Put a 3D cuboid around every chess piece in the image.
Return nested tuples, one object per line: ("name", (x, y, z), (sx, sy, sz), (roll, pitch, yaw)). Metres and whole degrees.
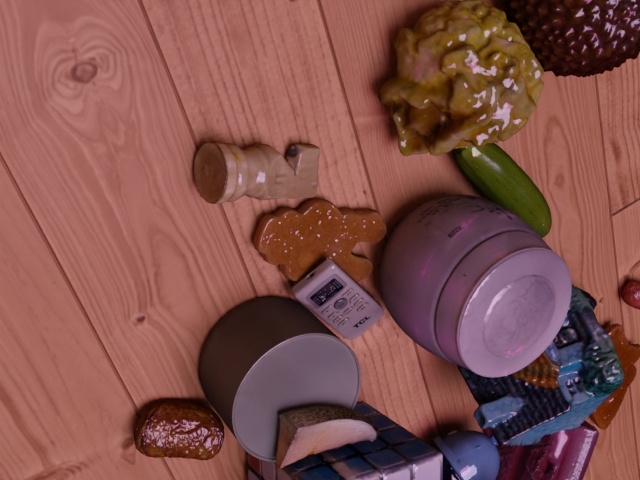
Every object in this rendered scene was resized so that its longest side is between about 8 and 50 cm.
("chess piece", (-0.083, -0.102, 1.255), (0.200, 0.090, 0.090), (-4, 113, -40))

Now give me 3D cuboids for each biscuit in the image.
("biscuit", (-0.002, 0.003, 1.366), (0.236, 0.040, 0.144), (10, 101, -33))
("biscuit", (0.639, 0.304, 1.867), (0.183, 0.043, 0.280), (-17, 123, -19))

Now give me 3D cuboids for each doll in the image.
("doll", (0.231, 0.468, 1.644), (0.314, 0.141, 0.177), (-33, 156, -1))

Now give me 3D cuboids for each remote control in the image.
("remote control", (0.034, 0.103, 1.409), (0.087, 0.029, 0.190), (-38, 136, 7))

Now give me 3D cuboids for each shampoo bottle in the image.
("shampoo bottle", (0.252, 0.071, 1.402), (0.272, 0.266, 0.273), (-13, 117, -26))

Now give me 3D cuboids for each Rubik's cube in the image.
("Rubik's cube", (0.038, 0.456, 1.432), (0.256, 0.259, 0.254), (-8, 106, -29))

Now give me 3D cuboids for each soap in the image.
("soap", (0.413, 0.479, 1.703), (0.127, 0.220, 0.325), (15, 99, -27))

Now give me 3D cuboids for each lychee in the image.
("lychee", (0.428, -0.379, 1.316), (0.267, 0.267, 0.268), (-12, 116, -25))

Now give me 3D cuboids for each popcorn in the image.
("popcorn", (0.220, -0.238, 1.290), (0.259, 0.212, 0.259), (-9, 108, -30))

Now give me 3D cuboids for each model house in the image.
("model house", (0.356, 0.214, 1.520), (0.241, 0.261, 0.226), (-12, 146, -24))

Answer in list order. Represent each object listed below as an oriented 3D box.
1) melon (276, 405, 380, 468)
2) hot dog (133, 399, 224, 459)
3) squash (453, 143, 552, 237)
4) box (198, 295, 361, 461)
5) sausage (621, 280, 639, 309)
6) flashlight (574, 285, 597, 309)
("melon", (0.019, 0.299, 1.316), (0.182, 0.054, 0.098), (-8, 120, -29))
("hot dog", (-0.229, 0.310, 1.351), (0.147, 0.065, 0.099), (8, 107, -21))
("squash", (0.325, -0.099, 1.481), (0.292, 0.082, 0.082), (39, 89, -35))
("box", (-0.067, 0.219, 1.351), (0.226, 0.149, 0.226), (-12, 116, -26))
("sausage", (0.690, 0.118, 1.801), (0.094, 0.054, 0.059), (20, 60, -37))
("flashlight", (0.471, 0.200, 1.702), (0.093, 0.093, 0.232), (36, 85, -36))
